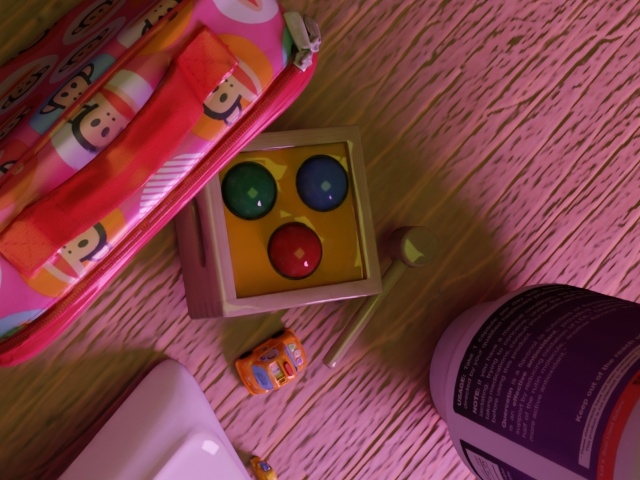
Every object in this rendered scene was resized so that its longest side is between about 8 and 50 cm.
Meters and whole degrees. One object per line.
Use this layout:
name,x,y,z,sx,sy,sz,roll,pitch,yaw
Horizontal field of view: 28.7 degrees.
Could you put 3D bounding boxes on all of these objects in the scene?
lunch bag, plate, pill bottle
lunch bag,-0.143,-0.064,0.787,0.293,0.258,0.120,-46,113,-12
plate,-0.099,0.267,0.896,0.278,0.045,0.277,62,39,-18
pill bottle,0.216,0.133,0.945,0.182,0.323,0.181,-4,100,-24

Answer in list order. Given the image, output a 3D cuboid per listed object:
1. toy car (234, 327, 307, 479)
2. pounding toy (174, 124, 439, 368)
toy car,-0.028,0.134,0.990,0.060,0.040,0.122,-14,103,-23
pounding toy,0.007,0.009,0.939,0.206,0.094,0.181,-8,88,-23
